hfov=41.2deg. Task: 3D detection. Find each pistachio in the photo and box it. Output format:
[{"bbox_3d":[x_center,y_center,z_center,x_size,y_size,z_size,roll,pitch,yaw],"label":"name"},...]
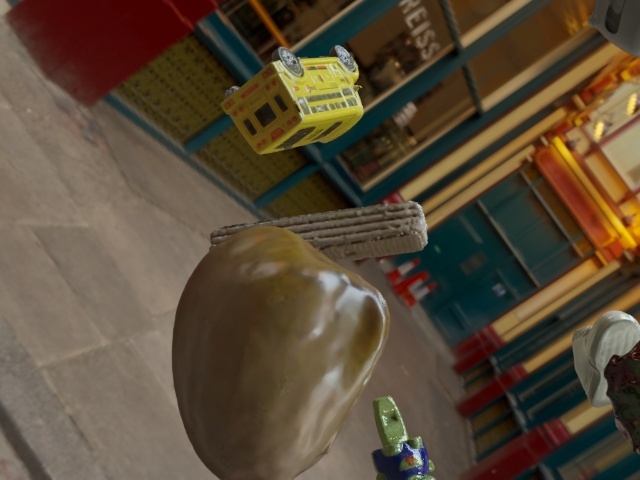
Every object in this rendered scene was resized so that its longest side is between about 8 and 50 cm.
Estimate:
[{"bbox_3d":[-0.058,0.122,0.879,0.213,0.260,0.163,25,-3,14],"label":"pistachio"}]

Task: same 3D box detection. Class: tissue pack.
[{"bbox_3d":[0.801,-0.615,2.064,0.333,0.236,0.229,87,-20,-48],"label":"tissue pack"}]

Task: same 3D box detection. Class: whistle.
[{"bbox_3d":[0.134,0.361,1.369,0.085,0.105,0.227,126,-49,-64],"label":"whistle"}]

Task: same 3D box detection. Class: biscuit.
[{"bbox_3d":[0.000,0.000,1.701,0.144,0.426,0.078,55,29,-69],"label":"biscuit"}]

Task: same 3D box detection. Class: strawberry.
[{"bbox_3d":[0.693,0.298,1.542,0.310,0.291,0.291,-2,49,-39],"label":"strawberry"}]

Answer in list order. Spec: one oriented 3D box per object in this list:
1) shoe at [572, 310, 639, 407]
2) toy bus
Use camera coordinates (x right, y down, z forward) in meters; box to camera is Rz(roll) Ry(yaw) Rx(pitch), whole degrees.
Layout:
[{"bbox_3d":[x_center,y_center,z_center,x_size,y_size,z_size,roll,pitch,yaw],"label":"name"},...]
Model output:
[{"bbox_3d":[0.676,0.247,2.048,0.363,0.132,0.160,76,-4,-49],"label":"shoe"},{"bbox_3d":[-0.028,-0.252,1.541,0.152,0.144,0.330,58,29,4],"label":"toy bus"}]
